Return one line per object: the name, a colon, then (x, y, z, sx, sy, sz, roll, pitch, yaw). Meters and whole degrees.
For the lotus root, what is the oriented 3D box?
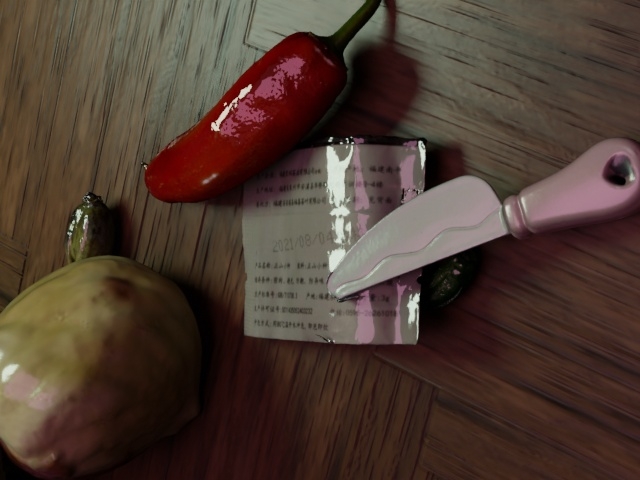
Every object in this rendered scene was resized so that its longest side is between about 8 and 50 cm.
lotus root: (-0.257, -0.007, 1.771, 0.054, 0.049, 0.099, 20, 108, 43)

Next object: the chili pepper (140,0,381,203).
chili pepper: (-0.082, -0.124, 1.583, 0.368, 0.092, 0.137, -32, 36, 33)

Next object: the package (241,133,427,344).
package: (0.000, 0.000, 1.556, 0.251, 0.062, 0.204, -2, 84, 44)

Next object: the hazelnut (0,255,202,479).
hazelnut: (-0.243, 0.142, 1.694, 0.241, 0.261, 0.261, 30, 116, -3)

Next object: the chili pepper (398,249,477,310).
chili pepper: (0.106, 0.040, 1.511, 0.118, 0.035, 0.055, -10, 78, 48)

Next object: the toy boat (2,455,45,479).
toy boat: (-0.357, 0.334, 1.844, 0.114, 0.115, 0.262, 29, 112, 31)

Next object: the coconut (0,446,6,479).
coconut: (-0.555, 0.226, 1.756, 0.404, 0.404, 0.405, 5, 98, 37)

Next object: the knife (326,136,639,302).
knife: (0.142, -0.023, 1.424, 0.336, 0.043, 0.081, -18, 77, 24)
